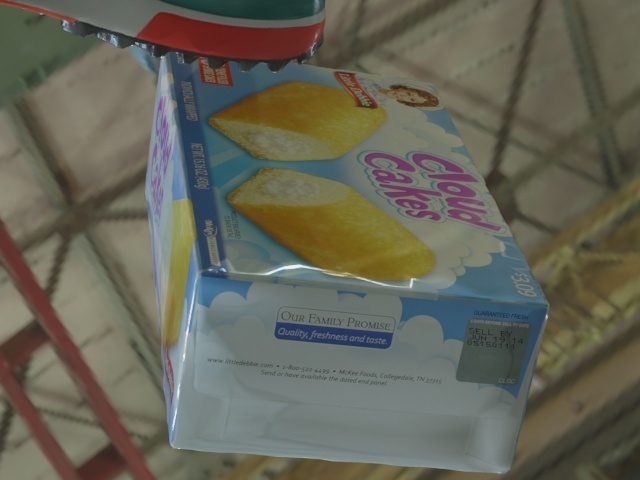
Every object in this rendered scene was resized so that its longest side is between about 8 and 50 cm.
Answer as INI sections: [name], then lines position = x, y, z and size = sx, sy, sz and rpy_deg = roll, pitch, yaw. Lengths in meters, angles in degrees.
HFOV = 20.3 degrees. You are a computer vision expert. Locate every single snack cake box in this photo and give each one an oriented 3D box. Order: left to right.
[snack cake box]
position = 0.000, 0.000, 0.852
size = 0.152, 0.264, 0.089
rpy_deg = 5, -65, -11

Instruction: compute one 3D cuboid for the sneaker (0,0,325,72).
[sneaker]
position = -0.061, -0.081, 0.324
size = 0.161, 0.057, 0.075
rpy_deg = 7, -64, -30
